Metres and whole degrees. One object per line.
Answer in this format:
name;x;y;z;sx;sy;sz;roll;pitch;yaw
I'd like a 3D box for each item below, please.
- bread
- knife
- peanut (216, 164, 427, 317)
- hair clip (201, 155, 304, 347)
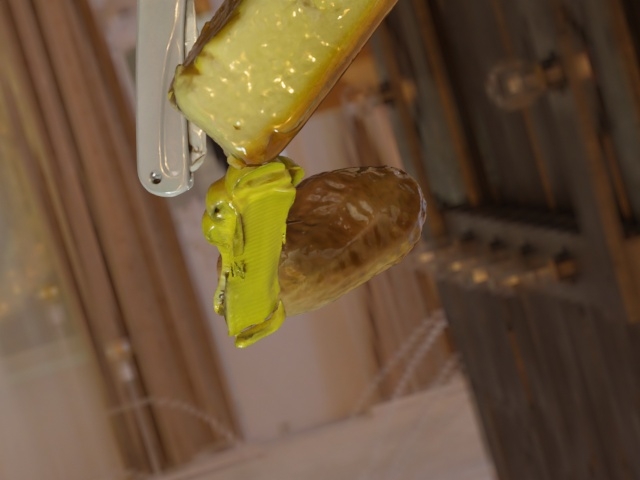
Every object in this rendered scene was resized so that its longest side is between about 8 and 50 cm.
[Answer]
bread;0.039;-0.199;1.037;0.361;0.077;0.138;-53;-170;3
knife;-0.155;-0.176;1.906;0.073;0.266;0.040;2;-169;17
peanut;0.000;0.000;1.622;0.226;0.108;0.095;-32;168;-35
hair clip;-0.044;-0.001;1.244;0.072;0.046;0.173;-28;148;-19
